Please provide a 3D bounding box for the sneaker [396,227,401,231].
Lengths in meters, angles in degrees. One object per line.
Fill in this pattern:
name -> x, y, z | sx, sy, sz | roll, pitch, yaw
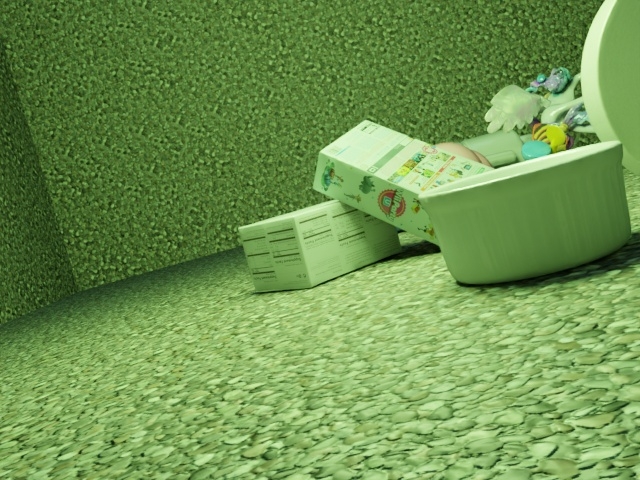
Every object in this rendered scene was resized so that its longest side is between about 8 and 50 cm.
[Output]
sneaker -> 0.247, -0.067, 2.046 | 0.081, 0.080, 0.211 | -5, 19, 35

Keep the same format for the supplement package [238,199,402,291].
supplement package -> 0.000, 0.000, 1.520 | 0.261, 0.145, 0.204 | -18, 5, -39

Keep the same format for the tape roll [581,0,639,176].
tape roll -> 0.615, -0.272, 1.143 | 0.391, 0.393, 0.072 | -16, 4, 1

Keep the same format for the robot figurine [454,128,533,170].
robot figurine -> 0.551, -0.251, 2.397 | 0.353, 0.200, 0.300 | -16, -5, -1

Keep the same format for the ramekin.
ramekin -> 0.286, -0.036, 0.995 | 0.277, 0.135, 0.277 | -16, 4, 1

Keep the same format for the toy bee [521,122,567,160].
toy bee -> 0.568, -0.168, 1.775 | 0.162, 0.299, 0.195 | 15, -21, 22

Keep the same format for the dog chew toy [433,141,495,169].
dog chew toy -> 0.388, -0.165, 1.993 | 0.206, 0.207, 0.331 | -13, -3, 36

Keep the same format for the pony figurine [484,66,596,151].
pony figurine -> 0.650, -0.342, 2.000 | 0.363, 0.303, 0.351 | -5, 37, 41

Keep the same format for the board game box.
board game box -> 0.171, -0.123, 1.460 | 0.303, 0.098, 0.224 | 24, 36, 19
